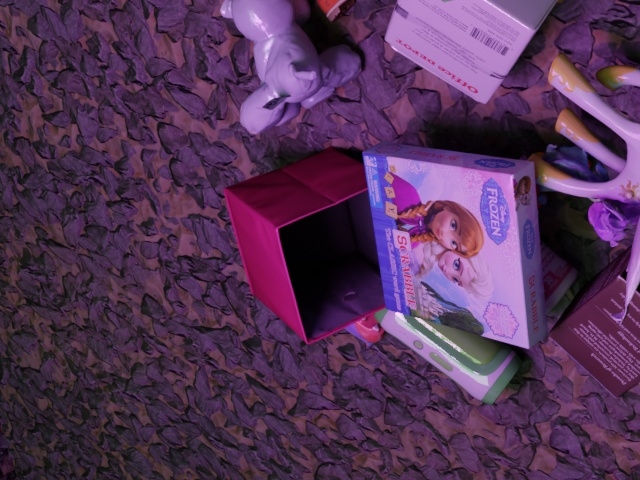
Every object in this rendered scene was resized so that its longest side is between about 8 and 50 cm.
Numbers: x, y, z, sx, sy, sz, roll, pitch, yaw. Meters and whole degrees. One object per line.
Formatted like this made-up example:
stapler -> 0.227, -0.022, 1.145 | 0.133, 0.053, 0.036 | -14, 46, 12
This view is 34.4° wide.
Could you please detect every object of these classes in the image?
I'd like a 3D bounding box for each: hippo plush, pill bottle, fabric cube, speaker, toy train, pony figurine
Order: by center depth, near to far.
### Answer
pony figurine -> 0.501, -0.090, 1.594 | 0.364, 0.303, 0.350 | 31, 131, 28
toy train -> 0.412, -0.108, 1.814 | 0.166, 0.046, 0.125 | -6, 126, 38
hippo plush -> -0.095, -0.348, 1.894 | 0.234, 0.294, 0.236 | -32, 88, 27
pill bottle -> 0.314, 0.030, 1.899 | 0.283, 0.160, 0.160 | 40, 136, 9
fabric cube -> 0.000, 0.000, 1.998 | 0.258, 0.259, 0.254 | 34, 144, 58
speaker -> 0.256, 0.199, 2.085 | 0.297, 0.131, 0.131 | 37, 135, 13

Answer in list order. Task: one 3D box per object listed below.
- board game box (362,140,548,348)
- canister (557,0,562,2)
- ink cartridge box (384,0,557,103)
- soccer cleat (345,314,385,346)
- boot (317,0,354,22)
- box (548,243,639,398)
board game box -> 0.229, 0.002, 1.778 | 0.318, 0.066, 0.318 | 12, 122, 43
canister -> 0.304, -0.446, 1.613 | 0.170, 0.073, 0.126 | 23, 147, 38
ink cartridge box -> 0.235, -0.361, 1.614 | 0.211, 0.121, 0.289 | 34, 165, 3
soccer cleat -> 0.037, 0.136, 2.253 | 0.248, 0.083, 0.095 | 38, 140, 7
boot -> 0.040, -0.467, 1.847 | 0.084, 0.059, 0.158 | 54, 137, 1
box -> 0.541, 0.127, 1.781 | 0.167, 0.168, 0.203 | 43, 136, 5
